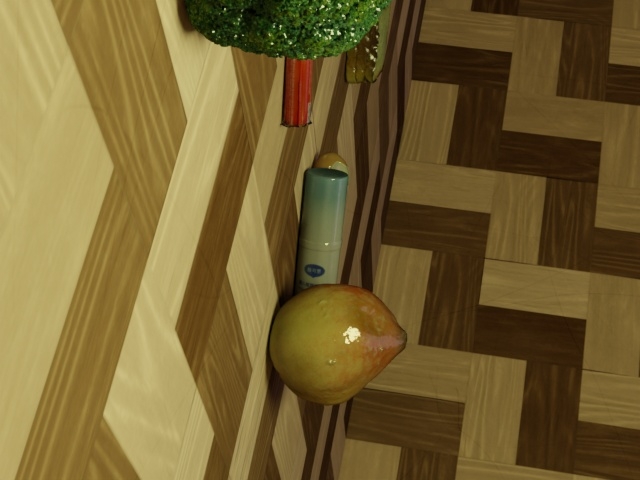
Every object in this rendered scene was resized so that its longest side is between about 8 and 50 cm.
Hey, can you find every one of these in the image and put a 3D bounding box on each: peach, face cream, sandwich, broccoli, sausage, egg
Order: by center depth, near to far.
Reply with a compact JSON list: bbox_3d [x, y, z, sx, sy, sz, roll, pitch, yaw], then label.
[{"bbox_3d":[-0.027,-0.300,1.204,0.269,0.261,0.241,-24,102,-36],"label":"broccoli"},{"bbox_3d":[-0.034,-0.241,1.770,0.048,0.050,0.145,-125,-146,-60],"label":"sausage"},{"bbox_3d":[0.032,0.171,1.981,0.232,0.233,0.232,8,90,-82],"label":"peach"},{"bbox_3d":[0.000,0.000,2.113,0.077,0.077,0.250,-58,154,-72],"label":"face cream"},{"bbox_3d":[0.018,-0.120,2.160,0.071,0.071,0.083,64,31,-76],"label":"egg"},{"bbox_3d":[0.101,-0.428,2.483,0.214,0.065,0.186,-65,162,-66],"label":"sandwich"}]
